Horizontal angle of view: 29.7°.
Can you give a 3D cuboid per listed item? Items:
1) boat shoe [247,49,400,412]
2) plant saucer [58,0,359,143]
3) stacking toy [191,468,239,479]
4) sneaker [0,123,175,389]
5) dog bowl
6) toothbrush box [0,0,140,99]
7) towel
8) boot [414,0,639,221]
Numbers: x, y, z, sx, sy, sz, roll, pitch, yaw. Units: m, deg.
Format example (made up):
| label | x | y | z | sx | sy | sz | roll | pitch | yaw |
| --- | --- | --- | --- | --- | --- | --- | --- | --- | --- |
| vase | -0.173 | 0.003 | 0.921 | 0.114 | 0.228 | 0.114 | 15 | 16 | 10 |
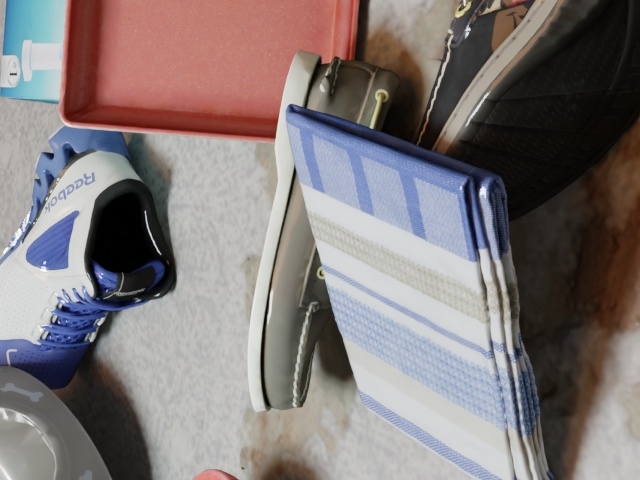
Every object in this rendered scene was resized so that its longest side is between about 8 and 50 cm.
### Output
| label | x | y | z | sx | sy | sz | roll | pitch | yaw |
| --- | --- | --- | --- | --- | --- | --- | --- | --- | --- |
| boat shoe | 0.000 | 0.001 | 1.000 | 0.109 | 0.091 | 0.305 | -57 | -24 | -82 |
| plant saucer | -0.092 | -0.218 | 1.065 | 0.259 | 0.048 | 0.259 | 5 | 94 | 6 |
| stacking toy | -0.038 | 0.357 | 1.009 | 0.309 | 0.130 | 0.280 | 28 | 99 | 58 |
| sneaker | -0.258 | 0.043 | 1.297 | 0.182 | 0.127 | 0.316 | 43 | 119 | 45 |
| dog bowl | -0.338 | 0.296 | 1.332 | 0.348 | 0.102 | 0.349 | 22 | 124 | 38 |
| toothbrush box | -0.207 | -0.245 | 1.244 | 0.295 | 0.126 | 0.216 | 8 | 95 | 51 |
| towel | 0.072 | 0.047 | 0.863 | 0.209 | 0.034 | 0.285 | 25 | 139 | 48 |
| boot | 0.124 | -0.223 | 0.833 | 0.284 | 0.138 | 0.377 | 59 | 139 | 39 |
